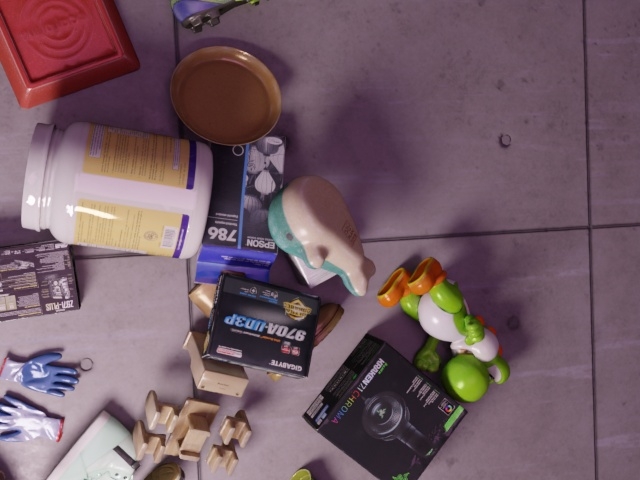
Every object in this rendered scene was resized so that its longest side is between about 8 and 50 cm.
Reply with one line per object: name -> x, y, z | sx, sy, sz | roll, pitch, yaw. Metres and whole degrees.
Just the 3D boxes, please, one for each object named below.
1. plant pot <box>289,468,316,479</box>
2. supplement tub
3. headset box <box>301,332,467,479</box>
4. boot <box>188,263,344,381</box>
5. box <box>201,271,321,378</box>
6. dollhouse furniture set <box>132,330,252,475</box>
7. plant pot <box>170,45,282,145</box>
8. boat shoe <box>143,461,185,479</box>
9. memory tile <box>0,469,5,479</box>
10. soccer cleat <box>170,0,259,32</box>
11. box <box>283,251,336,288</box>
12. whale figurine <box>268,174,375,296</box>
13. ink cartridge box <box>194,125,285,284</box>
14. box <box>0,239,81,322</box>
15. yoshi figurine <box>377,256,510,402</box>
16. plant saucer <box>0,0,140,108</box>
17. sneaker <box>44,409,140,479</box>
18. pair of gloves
plant pot -> -0.023, 0.567, 1.714 | 0.079, 0.083, 0.083 | 39, 82, -25
supplement tub -> -0.392, -0.100, 1.495 | 0.331, 0.241, 0.241 | 9, 90, -16
headset box -> 0.151, 0.396, 1.723 | 0.283, 0.131, 0.246 | 42, 82, -14
boot -> -0.111, 0.137, 1.664 | 0.236, 0.089, 0.269 | -43, 98, -17
box -> -0.119, 0.176, 1.574 | 0.220, 0.051, 0.175 | 17, 71, -19
dollhouse furniture set -> -0.258, 0.341, 1.613 | 0.212, 0.161, 0.242 | 18, 106, -26
plant pot -> -0.199, -0.300, 1.616 | 0.236, 0.032, 0.236 | 7, 68, -17
boat shoe -> -0.356, 0.556, 1.608 | 0.223, 0.080, 0.073 | -45, 121, 8
memory tile -> -0.685, 0.546, 1.556 | 0.148, 0.012, 0.113 | -36, 101, -12
soccer cleat -> -0.184, -0.545, 1.615 | 0.289, 0.093, 0.121 | -29, 93, -13
box -> -0.011, 0.041, 1.679 | 0.101, 0.102, 0.087 | -28, 101, -14
whale figurine -> 0.000, 0.000, 1.570 | 0.272, 0.141, 0.216 | 51, 34, -18
ink cartridge box -> -0.167, -0.068, 1.616 | 0.165, 0.065, 0.332 | 6, 78, -17
box -> -0.582, 0.079, 1.533 | 0.180, 0.077, 0.147 | -9, 94, -15
yoshi figurine -> 0.289, 0.228, 1.736 | 0.203, 0.203, 0.362 | -41, 105, 6
plant saucer -> -0.531, -0.430, 1.545 | 0.258, 0.048, 0.259 | -23, 99, -13
sneaker -> -0.472, 0.495, 1.567 | 0.151, 0.094, 0.256 | 41, 79, -8
pair of gloves -> -0.589, 0.320, 1.570 | 0.159, 0.023, 0.198 | 16, 89, -17
